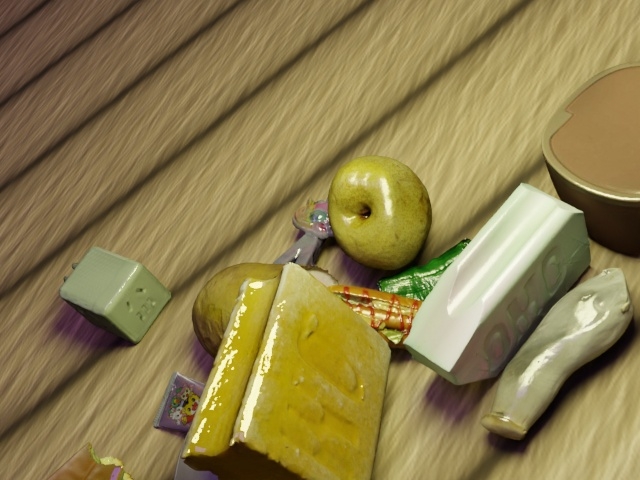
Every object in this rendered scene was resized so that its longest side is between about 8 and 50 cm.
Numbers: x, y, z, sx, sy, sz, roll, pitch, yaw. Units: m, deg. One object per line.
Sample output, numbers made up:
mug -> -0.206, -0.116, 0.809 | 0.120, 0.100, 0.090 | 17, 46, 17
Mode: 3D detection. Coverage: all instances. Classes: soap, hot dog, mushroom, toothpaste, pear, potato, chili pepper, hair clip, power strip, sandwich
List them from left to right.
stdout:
sandwich -> -0.446, 0.476, 1.445 | 0.220, 0.108, 0.186 | 1, 57, 29
power strip -> -0.466, 0.110, 1.704 | 0.224, 0.140, 0.139 | 16, 65, 35
toothpaste -> -0.196, 0.327, 1.466 | 0.299, 0.073, 0.114 | 7, 73, 35
potato -> -0.128, 0.146, 1.486 | 0.266, 0.229, 0.229 | 1, 56, 44
soap -> -0.035, 0.251, 1.235 | 0.156, 0.293, 0.335 | -25, 35, 37
hair clip -> -0.005, -0.005, 1.602 | 0.137, 0.090, 0.278 | 18, 65, 26
hot dog -> 0.101, 0.137, 1.395 | 0.250, 0.076, 0.104 | 14, 71, -1
pear -> 0.118, -0.052, 1.503 | 0.188, 0.211, 0.228 | -22, 79, 28
chili pepper -> 0.216, 0.068, 1.461 | 0.224, 0.061, 0.098 | -23, 45, 7
soap -> 0.298, 0.090, 1.307 | 0.347, 0.208, 0.115 | -47, 50, -12
mushroom -> 0.391, 0.182, 1.276 | 0.351, 0.097, 0.109 | -45, 47, -6

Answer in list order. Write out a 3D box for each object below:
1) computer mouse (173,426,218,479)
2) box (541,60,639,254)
computer mouse -> -0.166, 0.417, 1.298 | 0.184, 0.121, 0.296 | 6, 76, 29
box -> 0.548, -0.127, 1.347 | 0.301, 0.216, 0.301 | -12, 50, 15
